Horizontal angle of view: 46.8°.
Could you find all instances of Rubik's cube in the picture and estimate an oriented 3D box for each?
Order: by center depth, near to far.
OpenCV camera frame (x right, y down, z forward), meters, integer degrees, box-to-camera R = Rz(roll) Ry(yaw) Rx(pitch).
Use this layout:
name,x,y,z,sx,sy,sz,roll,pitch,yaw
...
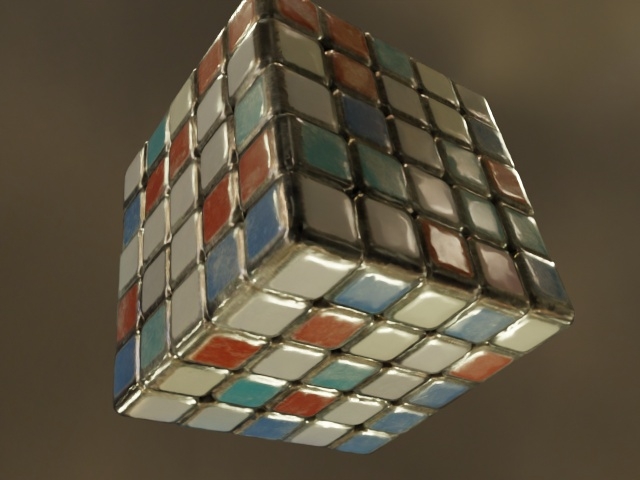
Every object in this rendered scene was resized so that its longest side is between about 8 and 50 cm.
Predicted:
name,x,y,z,sx,sy,sz,roll,pitch,yaw
Rubik's cube,0.000,0.000,0.685,0.287,0.293,0.292,18,-133,-32
